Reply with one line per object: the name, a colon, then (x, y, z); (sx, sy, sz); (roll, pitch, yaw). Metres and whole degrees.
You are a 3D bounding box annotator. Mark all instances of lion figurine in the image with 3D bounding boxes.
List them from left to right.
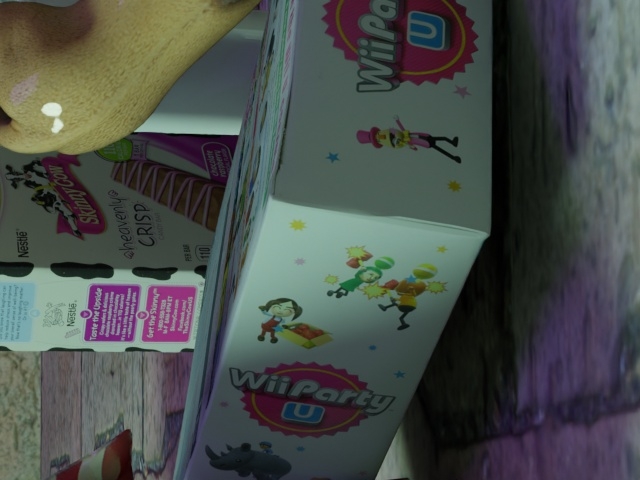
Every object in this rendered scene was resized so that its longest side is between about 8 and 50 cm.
lion figurine: (-0.088, -0.153, 1.065); (0.392, 0.142, 0.240); (-51, 34, 23)

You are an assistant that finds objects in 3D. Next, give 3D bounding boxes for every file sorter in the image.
file sorter: (-0.135, -0.150, 1.378); (0.277, 0.193, 0.173); (115, 155, -59)

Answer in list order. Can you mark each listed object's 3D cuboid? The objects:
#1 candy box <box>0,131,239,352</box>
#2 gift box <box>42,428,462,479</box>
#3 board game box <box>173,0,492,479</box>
candy box: (-0.119, -0.002, 1.205); (0.159, 0.233, 0.071); (-108, 23, -51)
gift box: (-0.027, 0.237, 0.814); (0.258, 0.255, 0.276); (-133, 49, -58)
board game box: (0.000, 0.000, 0.924); (0.303, 0.097, 0.224); (107, 171, -50)
